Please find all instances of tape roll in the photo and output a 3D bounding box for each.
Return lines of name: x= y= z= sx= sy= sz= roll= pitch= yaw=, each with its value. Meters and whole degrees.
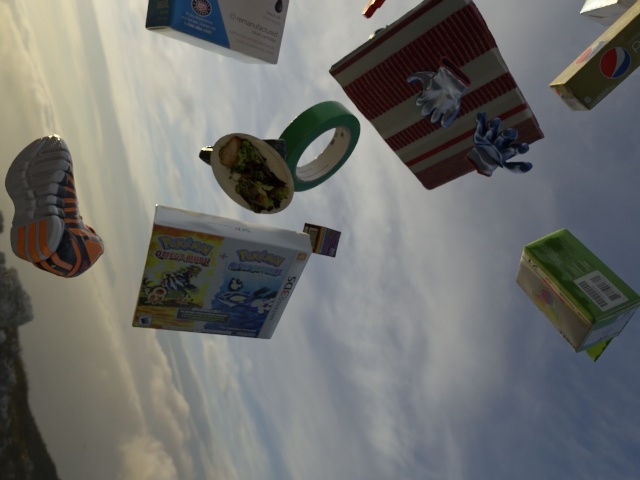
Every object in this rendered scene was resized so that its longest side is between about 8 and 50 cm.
tape roll: x=-0.013 y=-0.302 z=1.443 sx=0.077 sy=0.321 sz=0.321 roll=49 pitch=-32 yaw=19

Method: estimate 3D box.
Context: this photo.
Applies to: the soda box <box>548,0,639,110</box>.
soda box: x=0.429 y=-0.273 z=0.629 sx=0.058 sy=0.181 sz=0.061 roll=43 pitch=15 yaw=-7

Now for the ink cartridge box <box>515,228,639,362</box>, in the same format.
ink cartridge box: x=0.486 y=0.133 z=0.878 sx=0.255 sy=0.097 sz=0.188 roll=75 pitch=-9 yaw=-49

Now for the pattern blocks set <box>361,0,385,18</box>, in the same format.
pattern blocks set: x=0.210 y=-0.608 z=0.852 sx=0.325 sy=0.026 sz=0.285 roll=-19 pitch=-134 yaw=62

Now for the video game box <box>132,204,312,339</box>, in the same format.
video game box: x=-0.137 y=0.055 z=0.606 sx=0.048 sy=0.205 sz=0.187 roll=-110 pitch=-144 yaw=-51

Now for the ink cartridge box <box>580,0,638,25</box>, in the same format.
ink cartridge box: x=0.528 y=-0.465 z=0.725 sx=0.104 sy=0.062 sz=0.181 roll=-99 pitch=-150 yaw=-72

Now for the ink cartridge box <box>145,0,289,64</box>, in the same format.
ink cartridge box: x=-0.216 y=-0.652 z=1.022 sx=0.166 sy=0.286 sz=0.394 roll=27 pitch=-71 yaw=47

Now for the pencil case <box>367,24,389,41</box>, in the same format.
pencil case: x=0.134 y=-0.378 z=0.893 sx=0.064 sy=0.070 sz=0.151 roll=95 pitch=-3 yaw=-45

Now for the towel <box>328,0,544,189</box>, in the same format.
towel: x=0.205 y=-0.237 z=0.755 sx=0.237 sy=0.329 sz=0.037 roll=-25 pitch=-139 yaw=32

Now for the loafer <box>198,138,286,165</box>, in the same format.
loafer: x=-0.184 y=-0.209 z=1.046 sx=0.076 sy=0.224 sz=0.078 roll=44 pitch=53 yaw=-66

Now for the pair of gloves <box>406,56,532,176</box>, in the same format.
pair of gloves: x=0.187 y=-0.154 z=0.574 sx=0.198 sy=0.023 sz=0.159 roll=46 pitch=0 yaw=4

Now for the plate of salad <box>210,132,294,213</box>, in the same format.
plate of salad: x=-0.150 y=-0.131 z=0.926 sx=0.200 sy=0.048 sz=0.199 roll=15 pitch=-46 yaw=16

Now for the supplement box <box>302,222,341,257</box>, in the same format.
supplement box: x=0.000 y=0.000 z=0.847 sx=0.043 sy=0.083 sz=0.054 roll=12 pitch=-92 yaw=28

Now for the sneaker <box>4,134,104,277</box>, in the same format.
sneaker: x=-0.563 y=-0.062 z=0.947 sx=0.180 sy=0.125 sz=0.320 roll=77 pitch=0 yaw=-63
